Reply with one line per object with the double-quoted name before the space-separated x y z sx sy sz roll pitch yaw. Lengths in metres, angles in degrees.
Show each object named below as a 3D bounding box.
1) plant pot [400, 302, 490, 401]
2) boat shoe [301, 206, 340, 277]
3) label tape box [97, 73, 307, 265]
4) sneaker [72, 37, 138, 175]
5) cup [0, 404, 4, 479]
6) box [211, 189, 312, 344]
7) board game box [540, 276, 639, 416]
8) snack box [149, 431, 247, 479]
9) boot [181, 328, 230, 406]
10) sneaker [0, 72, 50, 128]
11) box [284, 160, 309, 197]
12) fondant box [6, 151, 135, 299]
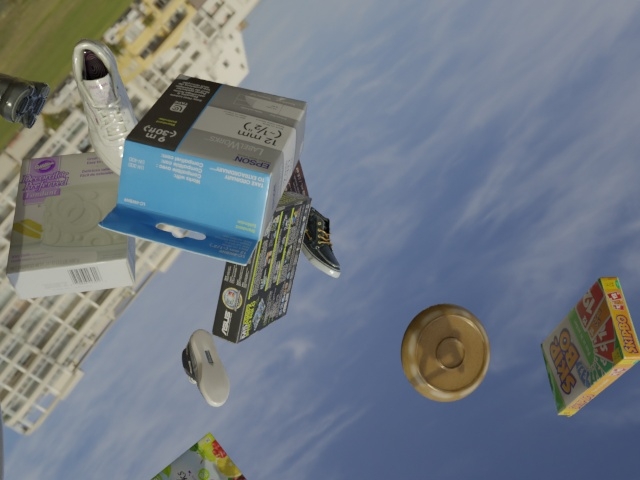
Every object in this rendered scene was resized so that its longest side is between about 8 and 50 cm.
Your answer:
"plant pot" 0.307 0.268 1.699 0.236 0.236 0.032 -54 -170 -13
"boat shoe" 0.000 0.000 1.566 0.083 0.065 0.183 -54 -130 14
"label tape box" -0.184 -0.132 1.192 0.347 0.249 0.115 -69 171 -50
"sneaker" -0.454 -0.273 1.491 0.114 0.305 0.152 -20 -169 -7
"cup" -0.558 0.268 0.931 0.331 0.331 0.237 -12 -123 57
"box" -0.112 0.046 1.407 0.216 0.060 0.270 -24 130 -63
"board game box" 0.397 0.170 1.075 0.259 0.039 0.124 95 -8 -58
"snack box" -0.254 0.568 1.588 0.174 0.207 0.070 -35 164 -21
"boot" -0.254 0.294 1.559 0.086 0.069 0.190 -55 -139 36
"sneaker" -0.600 -0.285 1.380 0.101 0.106 0.267 -65 -168 -1
"box" -0.162 -0.121 1.729 0.167 0.168 0.203 13 -135 33
"fondant box" -0.525 -0.044 1.530 0.238 0.096 0.330 -7 -130 -6
